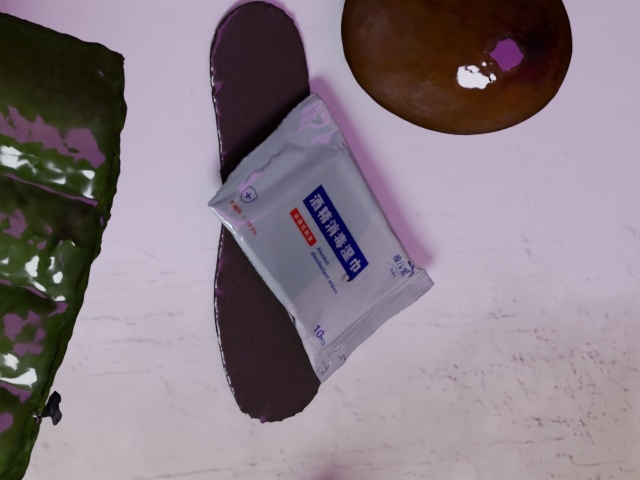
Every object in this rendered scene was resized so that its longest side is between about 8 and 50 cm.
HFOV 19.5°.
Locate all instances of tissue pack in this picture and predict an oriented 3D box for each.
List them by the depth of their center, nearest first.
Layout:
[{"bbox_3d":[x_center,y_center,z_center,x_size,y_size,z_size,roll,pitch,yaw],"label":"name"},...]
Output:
[{"bbox_3d":[0.000,0.000,1.408,0.122,0.026,0.193,-41,119,-17],"label":"tissue pack"}]

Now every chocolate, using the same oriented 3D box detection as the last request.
[{"bbox_3d":[0.106,-0.153,1.365,0.177,0.177,0.177,-7,105,-29],"label":"chocolate"}]

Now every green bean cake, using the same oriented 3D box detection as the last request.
[{"bbox_3d":[-0.249,0.005,1.092,0.218,0.335,0.319,16,98,-31],"label":"green bean cake"}]

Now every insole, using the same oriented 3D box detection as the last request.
[{"bbox_3d":[-0.036,-0.018,1.403,0.111,0.007,0.328,-13,108,-29],"label":"insole"}]
